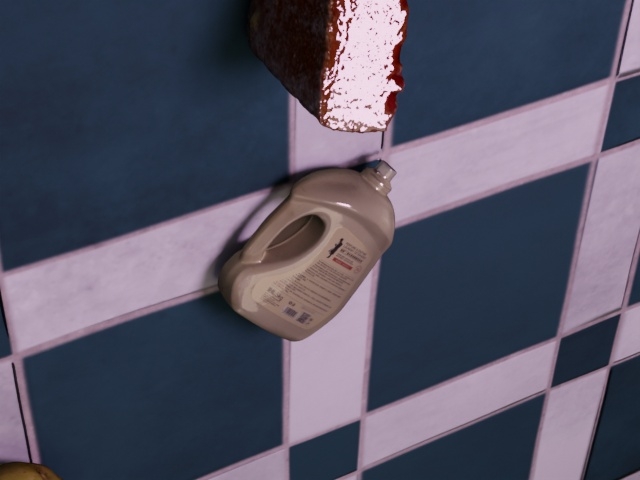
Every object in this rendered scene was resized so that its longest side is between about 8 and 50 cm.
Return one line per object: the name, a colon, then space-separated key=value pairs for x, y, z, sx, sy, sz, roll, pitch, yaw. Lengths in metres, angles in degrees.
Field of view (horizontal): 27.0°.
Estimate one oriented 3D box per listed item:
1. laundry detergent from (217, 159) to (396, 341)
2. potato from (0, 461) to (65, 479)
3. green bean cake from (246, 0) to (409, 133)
laundry detergent: x=0.000 y=0.000 z=1.657 sx=0.253 sy=0.091 sz=0.181 roll=-49 pitch=133 yaw=11
potato: x=-0.387 y=0.387 z=1.681 sx=0.197 sy=0.148 sz=0.228 roll=28 pitch=110 yaw=-32
green bean cake: x=0.020 y=-0.255 z=1.363 sx=0.097 sy=0.198 sz=0.232 roll=-5 pitch=125 yaw=-35
